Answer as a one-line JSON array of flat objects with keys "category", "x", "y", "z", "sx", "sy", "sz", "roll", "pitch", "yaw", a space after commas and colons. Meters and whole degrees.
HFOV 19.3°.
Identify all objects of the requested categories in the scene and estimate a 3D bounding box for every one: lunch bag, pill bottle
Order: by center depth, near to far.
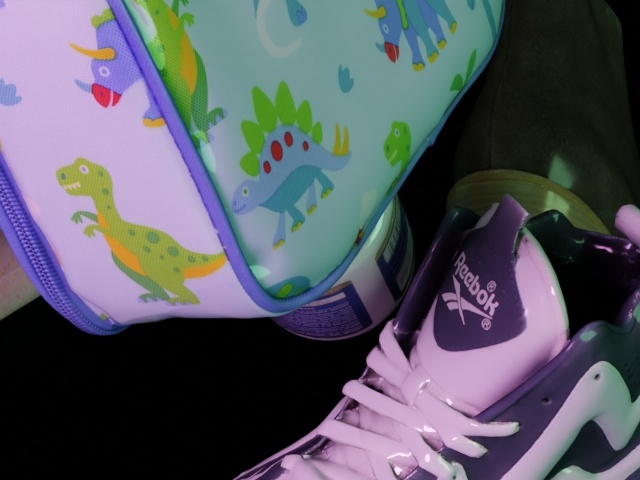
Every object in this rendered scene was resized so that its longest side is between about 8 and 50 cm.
[{"category": "lunch bag", "x": -0.030, "y": -0.093, "z": 0.561, "sx": 0.219, "sy": 0.090, "sz": 0.176, "roll": -55, "pitch": 129, "yaw": -47}, {"category": "pill bottle", "x": 0.000, "y": 0.000, "z": 0.706, "sx": 0.120, "sy": 0.067, "sz": 0.067, "roll": 61, "pitch": 33, "yaw": -73}]

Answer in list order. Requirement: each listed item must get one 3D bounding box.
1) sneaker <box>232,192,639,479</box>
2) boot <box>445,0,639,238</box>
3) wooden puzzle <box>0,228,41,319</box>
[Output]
[{"category": "sneaker", "x": 0.035, "y": 0.057, "z": 0.666, "sx": 0.235, "sy": 0.094, "sz": 0.153, "roll": -16, "pitch": 132, "yaw": -19}, {"category": "boot", "x": 0.143, "y": -0.012, "z": 0.909, "sx": 0.248, "sy": 0.090, "sz": 0.207, "roll": 37, "pitch": 53, "yaw": -50}, {"category": "wooden puzzle", "x": -0.108, "y": -0.142, "z": 0.597, "sx": 0.348, "sy": 0.080, "sz": 0.322, "roll": -33, "pitch": 112, "yaw": -50}]
